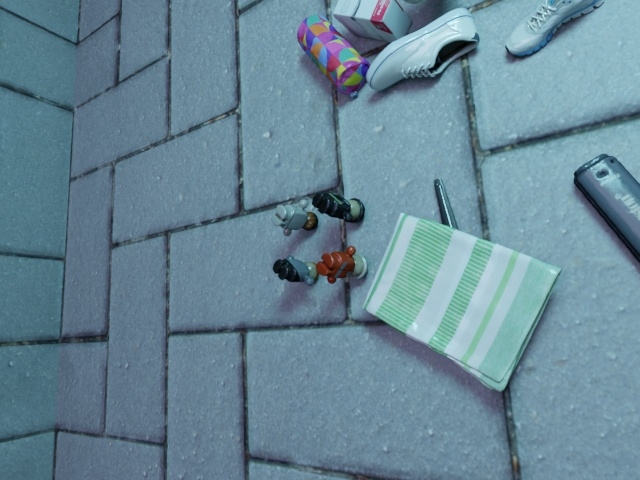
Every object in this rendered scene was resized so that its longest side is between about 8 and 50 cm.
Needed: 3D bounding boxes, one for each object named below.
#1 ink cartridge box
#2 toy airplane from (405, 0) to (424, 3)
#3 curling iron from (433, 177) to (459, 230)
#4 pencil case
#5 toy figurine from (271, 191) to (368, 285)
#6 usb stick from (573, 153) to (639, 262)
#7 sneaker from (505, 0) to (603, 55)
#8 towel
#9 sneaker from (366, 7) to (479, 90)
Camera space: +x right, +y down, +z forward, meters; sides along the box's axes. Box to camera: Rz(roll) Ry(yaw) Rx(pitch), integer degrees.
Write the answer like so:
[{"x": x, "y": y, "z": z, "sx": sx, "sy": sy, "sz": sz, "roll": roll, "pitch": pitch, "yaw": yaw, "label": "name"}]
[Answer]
[{"x": 0.122, "y": -0.528, "z": 1.056, "sx": 0.151, "sy": 0.109, "sz": 0.063, "roll": 30, "pitch": 101, "yaw": 34, "label": "ink cartridge box"}, {"x": 0.279, "y": -0.722, "z": 0.881, "sx": 0.385, "sy": 0.273, "sz": 0.385, "roll": -22, "pitch": 70, "yaw": 30, "label": "toy airplane"}, {"x": 0.262, "y": -0.001, "z": 0.922, "sx": 0.068, "sy": 0.035, "sz": 0.273, "roll": -13, "pitch": 76, "yaw": 32, "label": "curling iron"}, {"x": 0.033, "y": -0.466, "z": 1.120, "sx": 0.104, "sy": 0.104, "sz": 0.236, "roll": -44, "pitch": 63, "yaw": 21, "label": "pencil case"}, {"x": 0.000, "y": 0.000, "z": 1.044, "sx": 0.210, "sy": 0.148, "sz": 0.212, "roll": -13, "pitch": 77, "yaw": 38, "label": "toy figurine"}, {"x": 0.531, "y": -0.023, "z": 0.734, "sx": 0.077, "sy": 0.045, "sz": 0.277, "roll": -38, "pitch": 63, "yaw": 25, "label": "usb stick"}, {"x": 0.435, "y": -0.435, "z": 0.844, "sx": 0.191, "sy": 0.083, "sz": 0.071, "roll": -36, "pitch": 66, "yaw": 26, "label": "sneaker"}, {"x": 0.250, "y": 0.103, "z": 0.872, "sx": 0.325, "sy": 0.038, "sz": 0.247, "roll": 27, "pitch": 100, "yaw": 37, "label": "towel"}, {"x": 0.219, "y": -0.400, "z": 0.979, "sx": 0.258, "sy": 0.094, "sz": 0.091, "roll": -27, "pitch": 64, "yaw": 28, "label": "sneaker"}]
